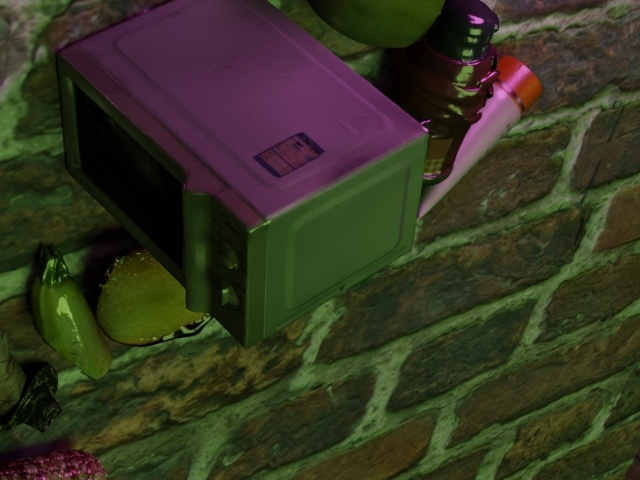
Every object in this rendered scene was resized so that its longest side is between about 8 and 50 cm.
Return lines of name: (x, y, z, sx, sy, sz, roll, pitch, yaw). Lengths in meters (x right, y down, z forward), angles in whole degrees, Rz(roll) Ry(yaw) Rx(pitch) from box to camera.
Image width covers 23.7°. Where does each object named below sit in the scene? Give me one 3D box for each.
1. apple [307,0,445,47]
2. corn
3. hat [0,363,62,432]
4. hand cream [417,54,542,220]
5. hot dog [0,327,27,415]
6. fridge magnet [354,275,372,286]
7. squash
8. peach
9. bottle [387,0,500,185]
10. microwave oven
apple: (0.057, -0.308, 1.812, 0.193, 0.120, 0.265, 13, 158, -16)
corn: (-0.417, 0.346, 2.060, 0.290, 0.098, 0.098, -8, 131, -46)
hat: (-0.371, 0.221, 2.008, 0.121, 0.050, 0.121, -53, 171, -12)
hand cream: (0.197, -0.140, 2.280, 0.314, 0.140, 0.089, -49, 120, -12)
hot dog: (-0.425, 0.165, 1.887, 0.108, 0.059, 0.191, -29, 151, -14)
fridge magnet: (0.000, 0.000, 2.147, 0.208, 0.088, 0.208, -3, 140, -3)
squash: (-0.328, 0.090, 1.914, 0.075, 0.090, 0.200, -14, 131, 4)
peach: (-0.221, 0.054, 2.010, 0.189, 0.068, 0.279, -39, 151, 1)
bottle: (0.158, -0.217, 2.113, 0.156, 0.143, 0.271, 15, 127, -8)
microwave oven: (-0.091, -0.090, 1.726, 0.286, 0.355, 0.218, -30, 145, -29)
